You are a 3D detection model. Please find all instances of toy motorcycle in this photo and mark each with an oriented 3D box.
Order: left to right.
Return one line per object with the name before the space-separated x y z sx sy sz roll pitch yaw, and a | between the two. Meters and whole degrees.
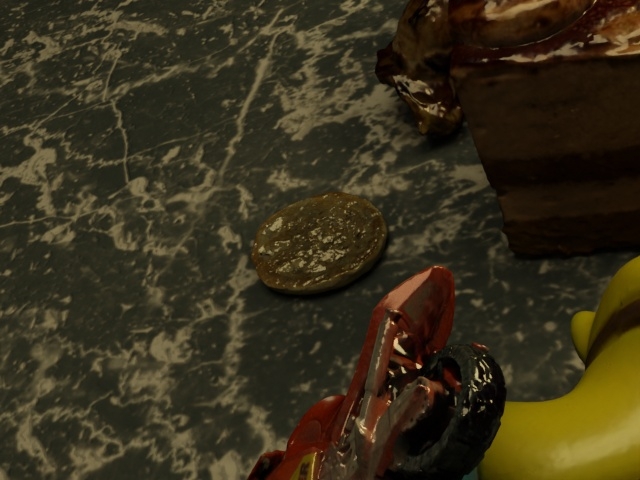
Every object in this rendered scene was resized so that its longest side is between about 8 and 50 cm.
toy motorcycle | 0.017 0.167 0.643 0.298 0.089 0.171 -57 17 22

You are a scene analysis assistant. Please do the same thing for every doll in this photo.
doll | 0.227 0.103 0.659 0.363 0.145 0.199 -33 27 -6

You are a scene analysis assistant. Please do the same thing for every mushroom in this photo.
mushroom | 0.228 -0.333 1.023 0.356 0.334 0.331 -3 42 8

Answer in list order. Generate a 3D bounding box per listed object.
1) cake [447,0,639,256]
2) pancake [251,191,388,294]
cake | 0.230 -0.150 0.822 0.198 0.293 0.196 -6 43 25
pancake | 0.000 -0.001 0.968 0.151 0.025 0.152 -14 41 12
